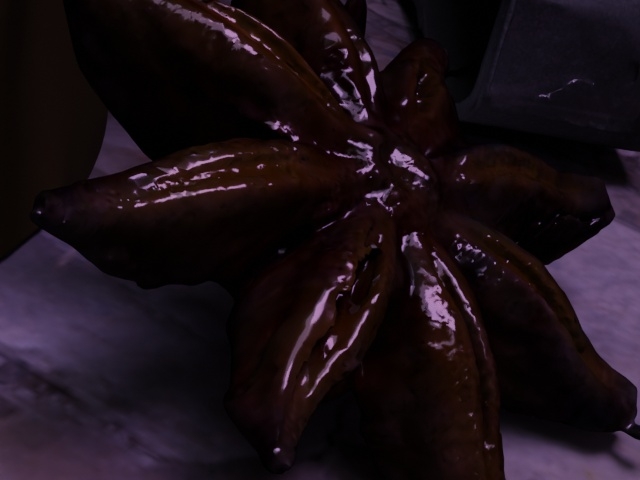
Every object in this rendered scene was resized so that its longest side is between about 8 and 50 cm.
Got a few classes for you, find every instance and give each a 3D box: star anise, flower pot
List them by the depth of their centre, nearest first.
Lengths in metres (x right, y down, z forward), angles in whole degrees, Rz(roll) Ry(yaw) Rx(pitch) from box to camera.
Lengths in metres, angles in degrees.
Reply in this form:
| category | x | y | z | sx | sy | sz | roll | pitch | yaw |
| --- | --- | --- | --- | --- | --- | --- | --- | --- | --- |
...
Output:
| category | x | y | z | sx | sy | sz | roll | pitch | yaw |
| --- | --- | --- | --- | --- | --- | --- | --- | --- | --- |
| star anise | 0.000 | 0.000 | 0.406 | 0.272 | 0.102 | 0.272 | 25 | 43 | -26 |
| flower pot | 0.116 | -0.134 | 0.634 | 0.108 | 0.103 | 0.229 | 9 | 34 | -13 |

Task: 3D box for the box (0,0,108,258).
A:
| category | x | y | z | sx | sy | sz | roll | pitch | yaw |
| --- | --- | --- | --- | --- | --- | --- | --- | --- | --- |
| box | -0.153 | -0.052 | 0.370 | 0.090 | 0.144 | 0.201 | 20 | 35 | 13 |
